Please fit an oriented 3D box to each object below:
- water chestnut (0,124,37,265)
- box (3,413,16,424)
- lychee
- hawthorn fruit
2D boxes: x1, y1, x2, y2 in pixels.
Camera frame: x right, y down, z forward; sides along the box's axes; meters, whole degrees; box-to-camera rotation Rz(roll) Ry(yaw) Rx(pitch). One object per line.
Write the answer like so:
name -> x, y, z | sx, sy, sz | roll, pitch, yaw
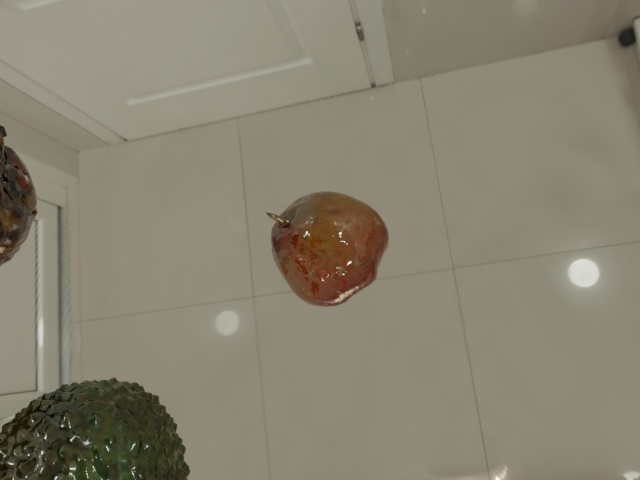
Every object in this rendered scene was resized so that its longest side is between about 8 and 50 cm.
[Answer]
water chestnut -> -0.622, -0.077, 0.880 | 0.289, 0.244, 0.289 | 7, 56, -10
box -> -0.509, 0.408, 0.933 | 0.245, 0.035, 0.139 | 5, 105, 48
lychee -> -0.179, 0.197, 0.419 | 0.171, 0.171, 0.171 | -2, 79, 12
hawthorn fruit -> 0.000, 0.000, 1.234 | 0.298, 0.277, 0.277 | 32, 87, -21
